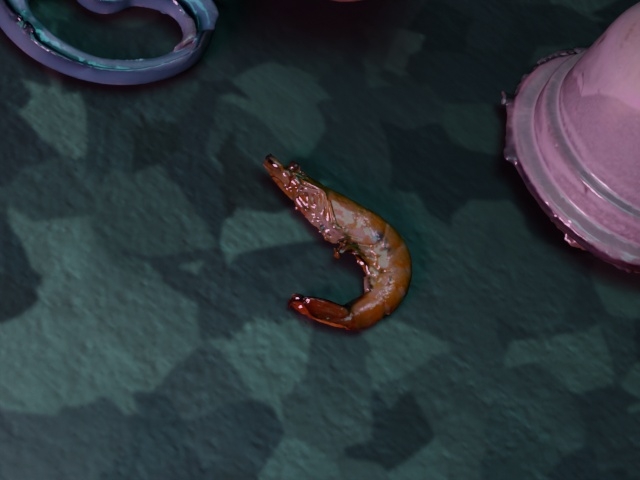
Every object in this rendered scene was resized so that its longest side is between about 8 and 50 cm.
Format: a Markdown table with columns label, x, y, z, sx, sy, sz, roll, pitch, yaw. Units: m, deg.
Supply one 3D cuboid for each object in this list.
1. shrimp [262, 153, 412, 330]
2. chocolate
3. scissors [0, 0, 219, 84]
| label | x | y | z | sx | sy | sz | roll | pitch | yaw |
| --- | --- | --- | --- | --- | --- | --- | --- | --- | --- |
| shrimp | 0.000 | 0.000 | 0.892 | 0.127 | 0.025 | 0.091 | 46 | 60 | 7 |
| chocolate | 0.244 | -0.083 | 0.948 | 0.221 | 0.147 | 0.221 | 10 | 60 | -17 |
| scissors | -0.249 | -0.201 | 0.921 | 0.393 | 0.032 | 0.180 | 10 | 59 | -14 |
